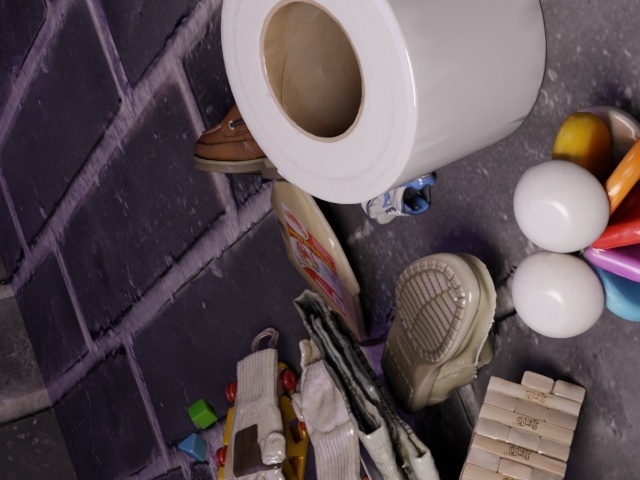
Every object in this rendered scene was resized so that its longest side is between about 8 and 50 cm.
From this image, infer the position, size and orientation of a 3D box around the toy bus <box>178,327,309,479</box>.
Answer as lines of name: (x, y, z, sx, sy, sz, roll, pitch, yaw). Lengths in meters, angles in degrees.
toy bus: (-0.064, 0.250, 2.253, 0.104, 0.202, 0.191, 46, 175, -41)

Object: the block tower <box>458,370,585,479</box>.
block tower: (0.151, 0.273, 1.515, 0.097, 0.091, 0.335, 99, -170, -49)

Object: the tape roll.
tape roll: (0.052, -0.171, 1.507, 0.246, 0.169, 0.246, 26, 127, 40)

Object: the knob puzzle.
knob puzzle: (0.000, 0.000, 1.996, 0.213, 0.030, 0.213, 55, 164, 24)

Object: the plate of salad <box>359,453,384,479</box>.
plate of salad: (0.082, 0.324, 1.854, 0.200, 0.048, 0.200, 61, 179, 2)

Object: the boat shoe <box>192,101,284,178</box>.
boat shoe: (-0.055, -0.126, 1.980, 0.307, 0.111, 0.104, 6, 97, 59)

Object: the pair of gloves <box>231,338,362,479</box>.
pair of gloves: (-0.035, 0.220, 2.093, 0.240, 0.042, 0.204, -17, 67, 47)

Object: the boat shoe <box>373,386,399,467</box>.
boat shoe: (0.072, 0.229, 2.004, 0.137, 0.049, 0.043, 69, 160, -4)

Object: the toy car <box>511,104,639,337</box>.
toy car: (0.234, -0.010, 1.349, 0.136, 0.159, 0.182, 13, 125, 23)

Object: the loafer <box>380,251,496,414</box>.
loafer: (0.127, 0.083, 1.697, 0.102, 0.092, 0.268, 63, 159, 20)

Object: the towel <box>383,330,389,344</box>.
towel: (0.105, 0.124, 1.867, 0.119, 0.029, 0.067, -26, 83, 68)

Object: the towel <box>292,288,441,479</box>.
towel: (0.089, 0.228, 1.784, 0.324, 0.056, 0.312, 61, 180, -29)

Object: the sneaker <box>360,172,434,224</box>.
sneaker: (0.082, -0.045, 1.770, 0.058, 0.052, 0.135, 60, 156, 19)
